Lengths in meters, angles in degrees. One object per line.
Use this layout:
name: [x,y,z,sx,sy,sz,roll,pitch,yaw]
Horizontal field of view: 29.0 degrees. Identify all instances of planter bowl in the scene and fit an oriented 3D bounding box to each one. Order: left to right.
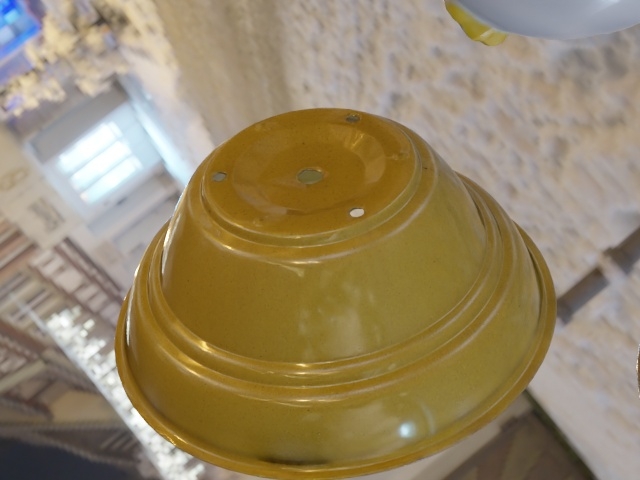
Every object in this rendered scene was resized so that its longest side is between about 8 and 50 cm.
planter bowl: [0.000,0.000,0.581,0.217,0.217,0.090,45,153,46]

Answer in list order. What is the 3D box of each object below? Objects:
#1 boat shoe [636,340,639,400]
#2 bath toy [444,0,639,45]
boat shoe: [0.319,0.165,0.999,0.123,0.324,0.116,0,144,22]
bath toy: [0.004,-0.161,0.223,0.348,0.129,0.151,38,-139,-41]
